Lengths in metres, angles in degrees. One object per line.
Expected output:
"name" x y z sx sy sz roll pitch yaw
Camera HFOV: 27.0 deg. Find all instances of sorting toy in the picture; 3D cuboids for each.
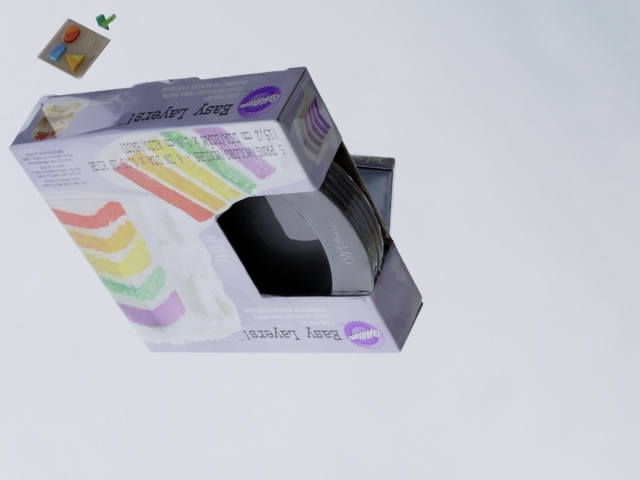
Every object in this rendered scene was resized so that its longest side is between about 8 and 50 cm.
"sorting toy" -0.251 -0.212 1.393 0.062 0.083 0.012 27 160 20

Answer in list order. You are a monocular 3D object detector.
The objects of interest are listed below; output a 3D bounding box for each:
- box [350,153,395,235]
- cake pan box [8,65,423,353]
"box" 0.000 0.000 1.740 0.183 0.232 0.059 6 -160 5
"cake pan box" -0.074 -0.013 1.042 0.246 0.267 0.070 61 -140 -38
